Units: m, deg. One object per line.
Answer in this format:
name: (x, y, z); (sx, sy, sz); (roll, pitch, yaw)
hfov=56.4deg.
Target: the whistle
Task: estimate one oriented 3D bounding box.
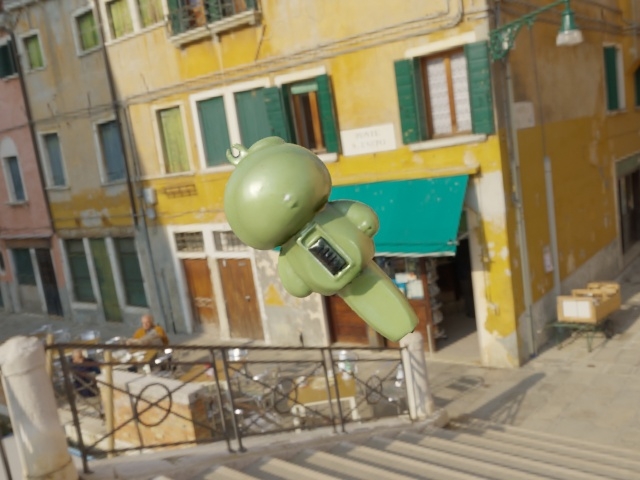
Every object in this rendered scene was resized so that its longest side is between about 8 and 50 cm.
whistle: (-0.002, -0.004, 0.713); (0.141, 0.294, 0.141); (-39, 18, 16)
